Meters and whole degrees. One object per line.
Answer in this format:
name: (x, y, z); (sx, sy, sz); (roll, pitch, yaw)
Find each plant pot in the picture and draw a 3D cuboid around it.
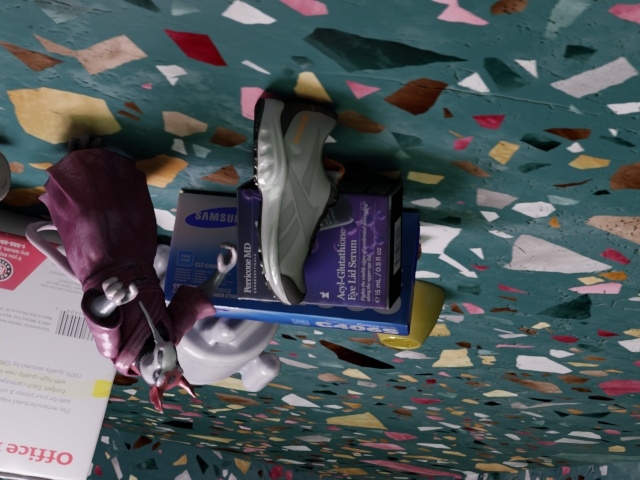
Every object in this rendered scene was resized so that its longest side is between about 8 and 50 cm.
plant pot: (0.141, 0.130, 1.912); (0.134, 0.095, 0.134); (8, 161, 3)

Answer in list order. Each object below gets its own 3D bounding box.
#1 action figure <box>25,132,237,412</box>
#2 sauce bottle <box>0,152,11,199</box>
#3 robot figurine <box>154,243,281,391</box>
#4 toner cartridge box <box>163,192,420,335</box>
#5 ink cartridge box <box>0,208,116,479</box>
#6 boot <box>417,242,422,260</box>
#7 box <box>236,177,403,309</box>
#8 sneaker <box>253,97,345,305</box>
action figure: (-0.271, 0.061, 1.463); (0.275, 0.370, 0.248); (-35, 155, 30)
sauce bottle: (-0.594, -0.090, 1.564); (0.344, 0.111, 0.111); (-1, 159, 18)
robot figurine: (-0.185, 0.126, 1.871); (0.300, 0.199, 0.353); (50, 156, 2)
toner cartridge box: (-0.039, 0.033, 1.603); (0.347, 0.165, 0.075); (5, 164, 7)
ink cartridge box: (-0.468, 0.167, 1.789); (0.279, 0.385, 0.160); (14, -169, -18)
boot: (0.065, 0.018, 1.691); (0.157, 0.059, 0.084); (10, 165, -9)
box: (0.000, 0.000, 1.476); (0.207, 0.153, 0.108); (2, -167, 13)
sneaker: (-0.025, -0.039, 1.346); (0.108, 0.100, 0.272); (-1, 121, -2)
